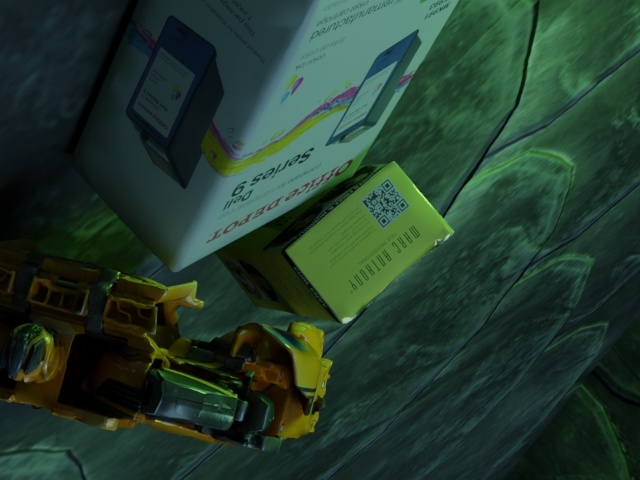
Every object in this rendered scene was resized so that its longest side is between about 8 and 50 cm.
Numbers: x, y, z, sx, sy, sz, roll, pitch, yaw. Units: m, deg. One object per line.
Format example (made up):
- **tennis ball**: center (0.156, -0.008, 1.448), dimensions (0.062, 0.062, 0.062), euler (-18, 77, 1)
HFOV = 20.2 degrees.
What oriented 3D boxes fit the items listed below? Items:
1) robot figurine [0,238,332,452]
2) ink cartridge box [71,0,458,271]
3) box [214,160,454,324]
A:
- **robot figurine**: center (-0.102, 0.059, 0.987), dimensions (0.291, 0.211, 0.085), euler (27, 76, -73)
- **ink cartridge box**: center (-0.018, -0.102, 0.913), dimensions (0.154, 0.093, 0.212), euler (-29, 160, -43)
- **box**: center (0.000, 0.000, 1.101), dimensions (0.087, 0.058, 0.232), euler (-40, -171, -10)
